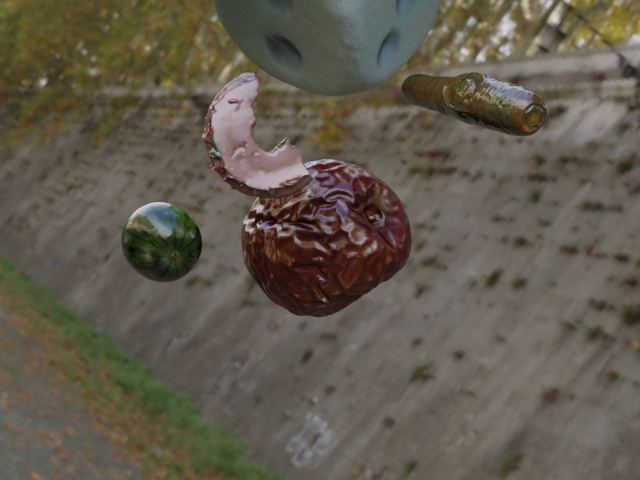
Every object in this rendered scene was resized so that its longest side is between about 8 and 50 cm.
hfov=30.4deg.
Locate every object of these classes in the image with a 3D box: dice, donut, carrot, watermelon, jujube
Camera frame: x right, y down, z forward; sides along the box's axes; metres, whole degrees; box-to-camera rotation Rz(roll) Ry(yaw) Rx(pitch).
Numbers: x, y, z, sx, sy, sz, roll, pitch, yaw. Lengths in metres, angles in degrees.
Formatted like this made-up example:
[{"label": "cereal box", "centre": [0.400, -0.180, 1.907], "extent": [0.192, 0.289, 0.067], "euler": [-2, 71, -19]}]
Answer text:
[{"label": "dice", "centre": [0.014, -0.390, 1.706], "extent": [0.264, 0.268, 0.262], "euler": [24, -33, 25]}, {"label": "donut", "centre": [-0.093, -0.116, 1.492], "extent": [0.166, 0.117, 0.065], "euler": [59, -13, -6]}, {"label": "carrot", "centre": [0.180, -0.187, 1.533], "extent": [0.070, 0.070, 0.342], "euler": [38, -4, -26]}, {"label": "watermelon", "centre": [-0.193, 0.002, 1.416], "extent": [0.109, 0.109, 0.109], "euler": [33, -8, 5]}, {"label": "jujube", "centre": [0.000, 0.000, 1.652], "extent": [0.213, 0.213, 0.232], "euler": [37, -40, -21]}]
